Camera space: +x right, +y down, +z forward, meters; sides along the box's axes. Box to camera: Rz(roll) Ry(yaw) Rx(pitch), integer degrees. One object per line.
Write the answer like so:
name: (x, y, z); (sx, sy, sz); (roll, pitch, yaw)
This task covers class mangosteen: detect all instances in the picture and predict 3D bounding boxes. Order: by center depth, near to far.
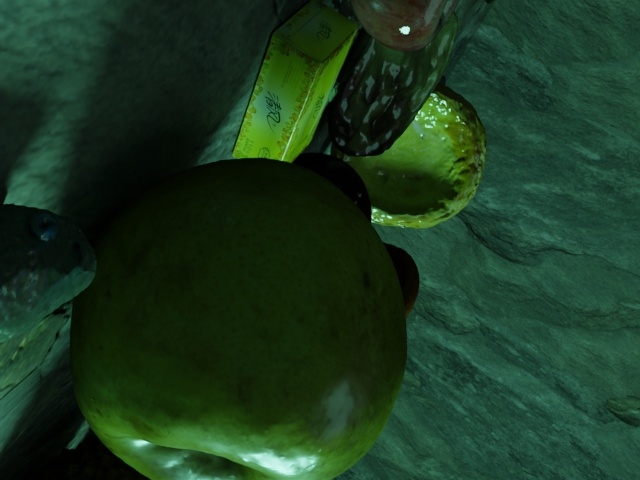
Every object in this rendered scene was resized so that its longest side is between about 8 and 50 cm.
mangosteen: (-0.022, -0.032, 1.185); (0.200, 0.200, 0.200); (-57, 174, -9)

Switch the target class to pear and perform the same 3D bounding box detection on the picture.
pear: (-0.063, 0.070, 0.725); (0.304, 0.304, 0.304); (-57, 174, -9)

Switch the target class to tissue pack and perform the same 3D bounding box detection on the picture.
tissue pack: (-0.028, -0.160, 0.892); (0.095, 0.062, 0.176); (-52, 173, -44)

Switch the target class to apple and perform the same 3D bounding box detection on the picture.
apple: (0.098, -0.298, 0.941); (0.153, 0.120, 0.153); (-58, 169, -18)

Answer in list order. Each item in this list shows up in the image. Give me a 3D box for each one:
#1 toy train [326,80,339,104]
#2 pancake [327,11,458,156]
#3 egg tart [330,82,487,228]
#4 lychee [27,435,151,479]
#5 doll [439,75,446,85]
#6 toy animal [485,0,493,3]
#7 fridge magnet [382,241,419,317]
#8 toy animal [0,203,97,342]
toy train: (-0.028, -0.156, 1.034); (0.148, 0.038, 0.071); (-55, 173, -15)
pancake: (0.115, -0.260, 1.296); (0.294, 0.049, 0.294); (-39, 152, -25)
egg tart: (0.156, -0.160, 1.498); (0.294, 0.294, 0.123); (-58, -166, 7)
lychee: (-0.243, 0.348, 0.927); (0.267, 0.267, 0.267); (-57, 174, -9)
doll: (0.160, -0.267, 1.646); (0.246, 0.158, 0.340); (-38, 134, -43)
toy animal: (0.276, -0.502, 1.497); (0.251, 0.127, 0.125); (-28, 165, -50)
fridge magnet: (-0.020, 0.099, 1.296); (0.363, 0.155, 0.363); (-21, -157, 10)
toy animal: (-0.206, 0.021, 0.420); (0.253, 0.070, 0.079); (-7, 95, -67)
